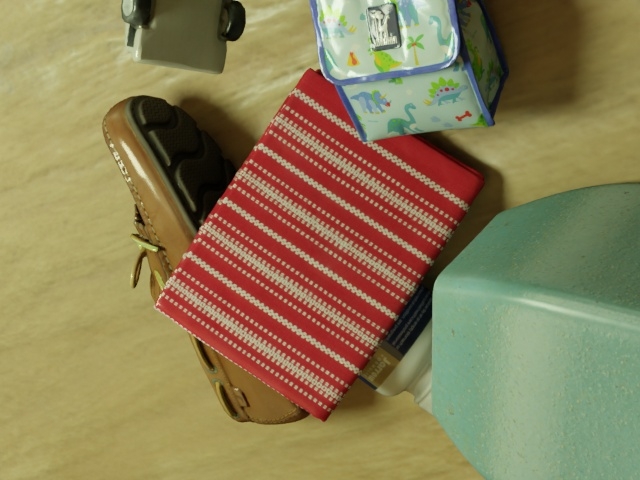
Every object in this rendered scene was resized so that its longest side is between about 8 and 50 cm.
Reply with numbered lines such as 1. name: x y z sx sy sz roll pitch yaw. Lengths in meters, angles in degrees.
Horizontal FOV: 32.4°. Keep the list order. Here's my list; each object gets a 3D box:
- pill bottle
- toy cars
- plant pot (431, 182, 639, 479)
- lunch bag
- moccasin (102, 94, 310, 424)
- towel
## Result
1. pill bottle: 0.064 0.086 1.079 0.187 0.112 0.112 36 127 4
2. toy cars: -0.161 -0.318 0.867 0.087 0.176 0.393 21 144 57
3. plant pot: 0.233 0.092 0.929 0.252 0.248 0.247 15 124 29
4. lunch bag: 0.073 -0.163 0.921 0.129 0.096 0.151 -4 134 27
5. moccasin: -0.126 0.029 1.137 0.147 0.139 0.380 -15 120 23
6. towel: 0.000 0.000 1.016 0.199 0.031 0.275 34 89 4
